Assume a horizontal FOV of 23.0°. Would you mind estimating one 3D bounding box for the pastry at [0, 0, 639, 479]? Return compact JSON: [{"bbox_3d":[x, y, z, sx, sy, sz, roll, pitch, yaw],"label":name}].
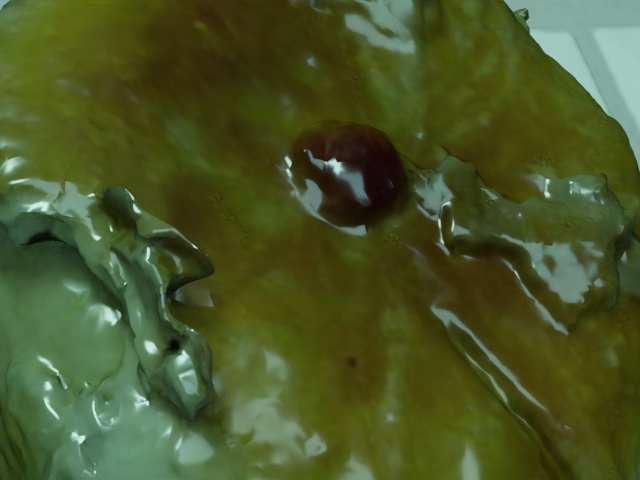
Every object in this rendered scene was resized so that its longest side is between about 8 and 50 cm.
[{"bbox_3d":[0.004,0.004,0.481,0.235,0.121,0.257,-4,62,-31],"label":"pastry"}]
